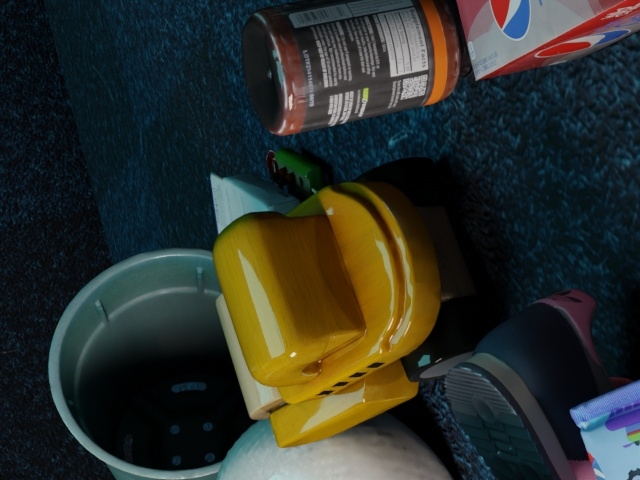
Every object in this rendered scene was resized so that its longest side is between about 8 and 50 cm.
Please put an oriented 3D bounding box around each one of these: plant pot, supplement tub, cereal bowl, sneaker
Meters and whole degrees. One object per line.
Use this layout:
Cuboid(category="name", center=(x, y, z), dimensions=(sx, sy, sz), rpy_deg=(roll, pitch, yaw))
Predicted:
Cuboid(category="plant pot", center=(-0.193, 0.238, 1.984), dimensions=(0.334, 0.341, 0.341), rpy_deg=(91, 159, -60))
Cuboid(category="supplement tub", center=(0.042, -0.154, 1.125), dimensions=(0.106, 0.198, 0.106), rpy_deg=(167, 90, -71))
Cuboid(category="cereal bowl", center=(0.002, 0.343, 1.486), dimensions=(0.339, 0.141, 0.339), rpy_deg=(15, 115, 37))
Cuboid(category="sneaker", center=(0.216, 0.179, 1.034), dimensions=(0.112, 0.131, 0.319), rpy_deg=(15, 141, 53))

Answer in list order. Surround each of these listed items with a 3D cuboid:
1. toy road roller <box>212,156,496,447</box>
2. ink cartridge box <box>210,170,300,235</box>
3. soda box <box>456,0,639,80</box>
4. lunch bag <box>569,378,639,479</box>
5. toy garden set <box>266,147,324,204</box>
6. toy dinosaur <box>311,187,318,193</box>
Cuboid(category="toy road roller", center=(-0.017, 0.064, 1.288), dimensions=(0.329, 0.241, 0.202), rpy_deg=(-34, 68, 43))
Cuboid(category="ink cartridge box", center=(-0.067, 0.036, 1.658), dimensions=(0.224, 0.045, 0.223), rpy_deg=(-148, 48, -64))
Cuboid(category="soda box", center=(0.177, -0.175, 0.875), dimensions=(0.263, 0.092, 0.083), rpy_deg=(160, 97, -72))
Cuboid(category="lunch bag", center=(0.301, 0.146, 0.737), dimensions=(0.293, 0.138, 0.221), rpy_deg=(-40, 65, 57))
Cuboid(category="toy garden set", center=(-0.043, 0.006, 1.707), dimensions=(0.204, 0.049, 0.244), rpy_deg=(-143, 42, -63))
Cuboid(category="toy dinosaur", center=(0.050, -0.024, 1.470), dimensions=(0.183, 0.053, 0.092), rpy_deg=(175, 97, -65))
